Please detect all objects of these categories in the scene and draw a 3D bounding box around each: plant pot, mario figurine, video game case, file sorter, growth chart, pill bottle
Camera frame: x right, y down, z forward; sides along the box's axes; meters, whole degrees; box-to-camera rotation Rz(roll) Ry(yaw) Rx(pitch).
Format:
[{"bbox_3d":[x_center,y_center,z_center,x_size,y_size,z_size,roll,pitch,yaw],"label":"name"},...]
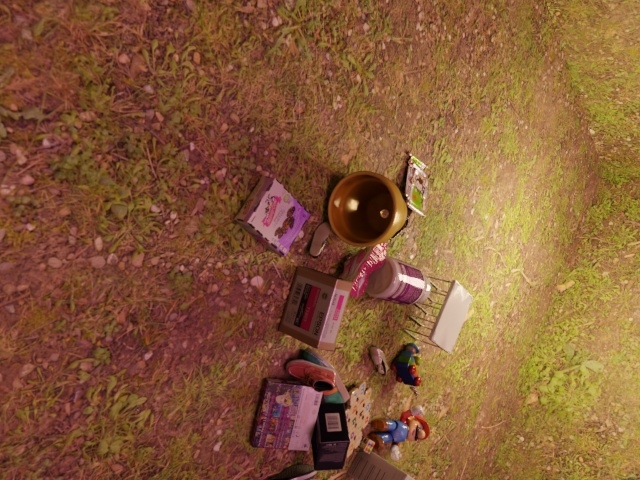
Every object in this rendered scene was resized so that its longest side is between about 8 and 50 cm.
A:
[{"bbox_3d":[0.189,-0.103,1.775,0.239,0.253,0.254,3,99,-60],"label":"plant pot"},{"bbox_3d":[0.378,0.848,2.246,0.320,0.170,0.198,8,129,-38],"label":"mario figurine"},{"bbox_3d":[-0.112,0.595,1.731,0.210,0.041,0.232,12,92,-22],"label":"video game case"},{"bbox_3d":[0.517,0.320,2.249,0.192,0.173,0.278,38,73,-43],"label":"file sorter"},{"bbox_3d":[0.393,-0.223,2.063,0.171,0.021,0.238,16,76,-47],"label":"growth chart"},{"bbox_3d":[0.308,0.165,2.002,0.301,0.169,0.170,20,86,-45],"label":"pill bottle"}]

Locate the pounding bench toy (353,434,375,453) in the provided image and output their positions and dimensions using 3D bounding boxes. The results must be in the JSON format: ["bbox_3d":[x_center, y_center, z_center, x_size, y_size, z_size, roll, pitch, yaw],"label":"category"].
[{"bbox_3d":[0.181,0.872,2.134,0.052,0.065,0.083,46,69,-42],"label":"pounding bench toy"}]

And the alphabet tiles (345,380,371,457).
[{"bbox_3d":[0.137,0.717,2.040,0.278,0.021,0.285,-18,114,-58],"label":"alphabet tiles"}]

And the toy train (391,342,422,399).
[{"bbox_3d":[0.418,0.587,2.283,0.143,0.105,0.248,-57,135,-36],"label":"toy train"}]

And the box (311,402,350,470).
[{"bbox_3d":[0.031,0.705,1.816,0.108,0.153,0.207,1,129,-9],"label":"box"}]

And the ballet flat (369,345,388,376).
[{"bbox_3d":[0.246,0.505,2.104,0.168,0.057,0.052,61,30,-35],"label":"ballet flat"}]

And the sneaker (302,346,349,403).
[{"bbox_3d":[0.001,0.518,1.832,0.121,0.108,0.302,-42,122,-22],"label":"sneaker"}]

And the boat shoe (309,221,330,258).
[{"bbox_3d":[-0.002,-0.001,1.741,0.042,0.048,0.133,83,27,-68],"label":"boat shoe"}]

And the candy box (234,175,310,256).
[{"bbox_3d":[-0.144,-0.073,1.555,0.196,0.070,0.165,45,69,-42],"label":"candy box"}]

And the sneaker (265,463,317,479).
[{"bbox_3d":[-0.106,0.920,1.834,0.226,0.086,0.164,-9,96,-33],"label":"sneaker"}]

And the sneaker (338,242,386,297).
[{"bbox_3d":[0.146,0.081,1.855,0.252,0.111,0.103,-52,133,-18],"label":"sneaker"}]

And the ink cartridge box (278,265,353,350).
[{"bbox_3d":[-0.018,0.220,1.672,0.088,0.193,0.235,19,86,-46],"label":"ink cartridge box"}]

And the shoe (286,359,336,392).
[{"bbox_3d":[-0.034,0.462,1.725,0.081,0.177,0.064,-79,-177,-70],"label":"shoe"}]

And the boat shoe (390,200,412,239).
[{"bbox_3d":[0.319,-0.075,2.019,0.219,0.070,0.078,-47,129,-26],"label":"boat shoe"}]

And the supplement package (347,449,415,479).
[{"bbox_3d":[0.260,0.993,2.117,0.134,0.244,0.139,-56,134,-18],"label":"supplement package"}]
